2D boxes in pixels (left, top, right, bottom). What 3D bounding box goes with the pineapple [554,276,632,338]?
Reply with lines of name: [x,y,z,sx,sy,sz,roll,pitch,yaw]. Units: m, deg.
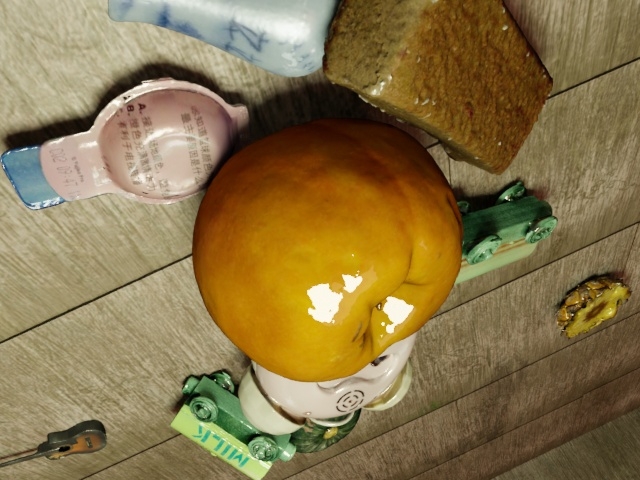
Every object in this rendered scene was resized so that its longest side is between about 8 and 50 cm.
pineapple: [0.678,0.161,1.485,0.225,0.076,0.225,-18,141,-15]

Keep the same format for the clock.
clock: [0.026,0.191,1.058,0.342,0.184,0.326,-3,126,-18]

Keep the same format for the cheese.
cheese: [-0.221,-0.104,0.707,0.286,0.074,0.189,-17,139,-12]

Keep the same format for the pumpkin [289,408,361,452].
pumpkin: [-0.010,0.356,1.260,0.211,0.152,0.211,-14,134,-15]

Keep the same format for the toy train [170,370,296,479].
toy train: [-0.177,0.374,1.158,0.253,0.105,0.157,33,119,-3]

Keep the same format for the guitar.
guitar: [-0.529,0.399,1.122,0.233,0.025,0.088,-11,138,-17]

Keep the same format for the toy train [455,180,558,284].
toy train: [0.295,0.003,1.054,0.285,0.116,0.177,-16,146,-33]

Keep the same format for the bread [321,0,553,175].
bread: [0.156,-0.194,0.684,0.416,0.113,0.165,10,107,-59]

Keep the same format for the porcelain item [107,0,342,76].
porcelain item: [-0.076,-0.244,0.591,0.259,0.141,0.141,3,133,-21]

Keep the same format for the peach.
peach: [0.000,0.000,0.754,0.343,0.302,0.343,-29,148,-20]
